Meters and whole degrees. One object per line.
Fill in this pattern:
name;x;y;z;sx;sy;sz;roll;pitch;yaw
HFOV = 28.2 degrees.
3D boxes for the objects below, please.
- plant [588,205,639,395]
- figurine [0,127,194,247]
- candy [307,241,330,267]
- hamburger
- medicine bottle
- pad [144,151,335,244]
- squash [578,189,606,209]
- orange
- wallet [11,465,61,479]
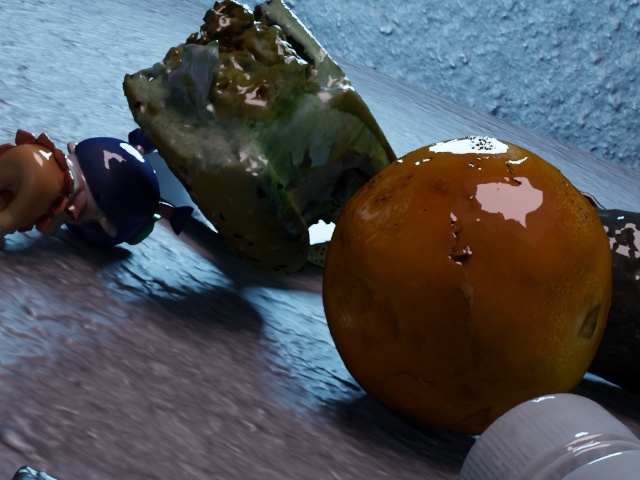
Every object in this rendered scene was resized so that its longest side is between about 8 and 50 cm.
plant;0.375;0.083;1.307;0.320;0.194;0.181;14;-18;-13
figurine;-0.201;-0.038;1.087;0.111;0.102;0.195;62;23;12
candy;0.000;0.000;1.350;0.121;0.038;0.062;23;16;1
hamburger;-0.035;-0.074;1.098;0.192;0.167;0.288;53;-1;38
medicine bottle;0.186;0.200;0.732;0.144;0.145;0.252;14;19;-30
pad;-0.018;-0.060;1.393;0.367;0.007;0.247;-12;33;-44
squash;0.253;0.024;1.423;0.236;0.155;0.204;21;13;-12
orange;0.117;0.037;1.023;0.240;0.240;0.240;21;15;-6
wallet;-0.128;0.163;0.635;0.088;0.026;0.129;25;14;-5
